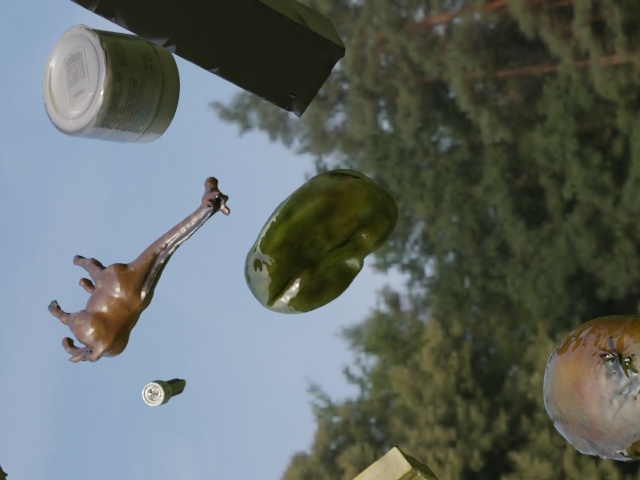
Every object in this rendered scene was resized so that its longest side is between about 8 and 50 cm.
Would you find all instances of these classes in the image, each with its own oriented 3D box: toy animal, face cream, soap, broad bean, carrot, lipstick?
[{"bbox_3d":[-0.206,0.034,1.508,0.066,0.229,0.224,33,-112,-36],"label":"toy animal"},{"bbox_3d":[-0.336,-0.246,2.142,0.153,0.177,0.177,4,-101,-48],"label":"face cream"},{"bbox_3d":[0.007,0.307,1.383,0.037,0.252,0.092,56,-170,34],"label":"soap"},{"bbox_3d":[-0.001,-0.001,1.622,0.153,0.206,0.072,54,172,-26],"label":"broad bean"},{"bbox_3d":[0.237,0.055,0.624,0.078,0.298,0.078,17,-114,-45],"label":"carrot"},{"bbox_3d":[-0.216,0.212,1.900,0.116,0.037,0.037,1,-98,-76],"label":"lipstick"}]

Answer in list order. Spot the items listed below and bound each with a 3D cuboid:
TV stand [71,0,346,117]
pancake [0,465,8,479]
[{"bbox_3d":[-0.113,-0.217,1.233,0.269,0.088,0.083,24,-159,-26],"label":"TV stand"},{"bbox_3d":[-0.481,0.335,1.701,0.212,0.056,0.257,45,-158,-36],"label":"pancake"}]
